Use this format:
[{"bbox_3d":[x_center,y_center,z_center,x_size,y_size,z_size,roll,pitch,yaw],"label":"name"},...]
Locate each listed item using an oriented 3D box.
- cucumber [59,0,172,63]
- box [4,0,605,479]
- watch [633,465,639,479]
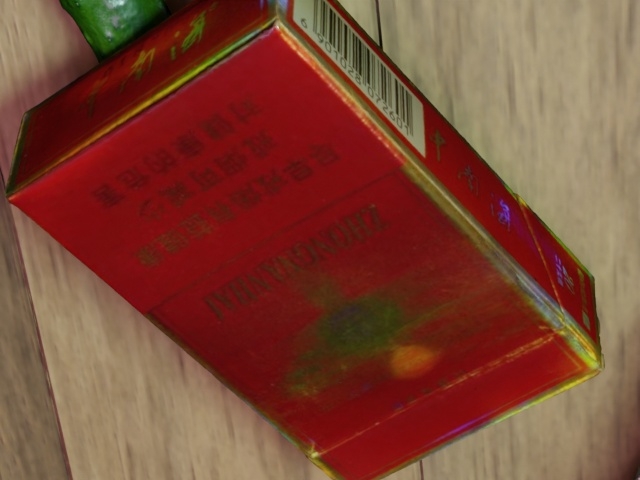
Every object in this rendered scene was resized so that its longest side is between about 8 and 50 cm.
[{"bbox_3d":[-0.130,-0.154,1.021,0.056,0.056,0.250,-21,119,22],"label":"cucumber"},{"bbox_3d":[-0.001,0.000,1.049,0.197,0.089,0.313,-30,123,24],"label":"box"},{"bbox_3d":[0.227,0.170,1.086,0.102,0.165,0.268,21,102,-3],"label":"watch"}]
